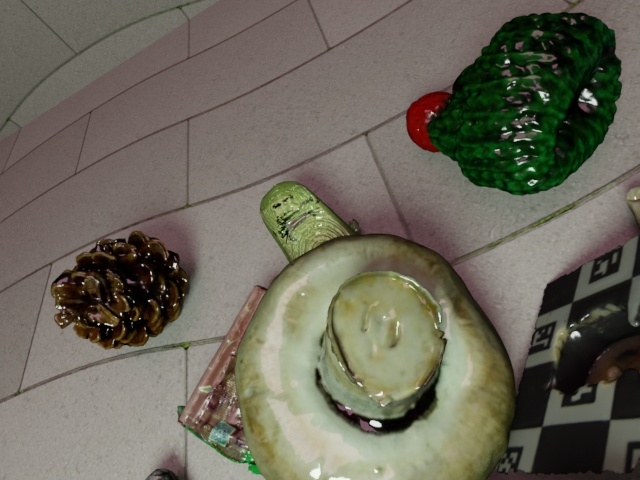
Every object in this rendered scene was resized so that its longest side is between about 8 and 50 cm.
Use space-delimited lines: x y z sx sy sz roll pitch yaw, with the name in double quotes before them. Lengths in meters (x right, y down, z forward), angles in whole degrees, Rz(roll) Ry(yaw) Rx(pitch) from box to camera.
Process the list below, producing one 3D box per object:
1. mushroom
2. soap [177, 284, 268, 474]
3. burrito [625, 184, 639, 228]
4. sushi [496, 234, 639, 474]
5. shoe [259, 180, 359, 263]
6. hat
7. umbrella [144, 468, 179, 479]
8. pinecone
"mushroom" 0.066 0.155 0.525 0.353 0.260 0.351 1 63 -2
"soap" -0.092 0.215 0.700 0.218 0.098 0.273 14 67 36
"burrito" 0.453 0.018 0.540 0.087 0.061 0.225 -43 34 52
"sushi" 0.356 0.103 0.391 0.100 0.373 0.296 34 56 2
"shoe" -0.001 -0.002 0.780 0.140 0.128 0.262 -43 77 9
"hat" 0.279 -0.225 0.714 0.274 0.242 0.332 -43 34 -19
"umbrella" -0.173 0.473 0.594 0.337 0.067 0.073 38 93 40
"pinecone" -0.393 0.103 0.858 0.243 0.243 0.257 -47 8 -6
